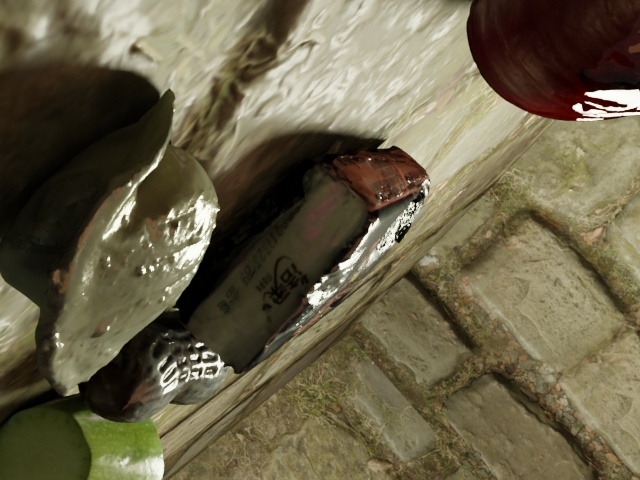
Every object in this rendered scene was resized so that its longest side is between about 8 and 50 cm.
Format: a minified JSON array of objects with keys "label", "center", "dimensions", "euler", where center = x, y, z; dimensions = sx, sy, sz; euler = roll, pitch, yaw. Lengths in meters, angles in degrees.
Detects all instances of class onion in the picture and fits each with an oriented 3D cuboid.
[{"label":"onion","center":[0.314,-0.210,0.783],"dimensions":[0.347,0.285,0.347],"euler":[-35,180,0]}]

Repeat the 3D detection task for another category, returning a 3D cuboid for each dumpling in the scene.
[{"label":"dumpling","center":[-0.125,0.000,0.495],"dimensions":[0.176,0.092,0.150],"euler":[-43,174,3]}]

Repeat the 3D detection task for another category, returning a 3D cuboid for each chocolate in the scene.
[{"label":"chocolate","center":[-0.166,0.129,0.898],"dimensions":[0.110,0.110,0.248],"euler":[-44,167,15]}]

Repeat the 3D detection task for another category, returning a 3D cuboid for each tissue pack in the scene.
[{"label":"tissue pack","center":[0.000,0.000,0.966],"dimensions":[0.245,0.123,0.332],"euler":[-51,172,18]}]

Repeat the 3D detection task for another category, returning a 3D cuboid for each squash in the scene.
[{"label":"squash","center":[-0.253,0.233,0.879],"dimensions":[0.170,0.170,0.123],"euler":[-42,159,3]}]
